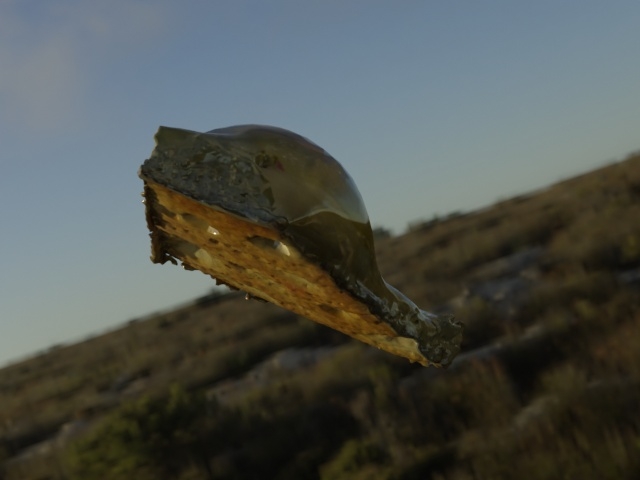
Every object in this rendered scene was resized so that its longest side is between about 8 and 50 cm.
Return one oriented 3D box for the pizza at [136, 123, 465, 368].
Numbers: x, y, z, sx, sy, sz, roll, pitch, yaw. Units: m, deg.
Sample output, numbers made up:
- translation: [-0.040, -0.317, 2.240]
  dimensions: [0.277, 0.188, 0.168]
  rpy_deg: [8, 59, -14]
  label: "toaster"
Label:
- translation: [-0.005, -0.005, 0.854]
  dimensions: [0.204, 0.081, 0.188]
  rpy_deg: [23, -17, 10]
  label: "pizza"
